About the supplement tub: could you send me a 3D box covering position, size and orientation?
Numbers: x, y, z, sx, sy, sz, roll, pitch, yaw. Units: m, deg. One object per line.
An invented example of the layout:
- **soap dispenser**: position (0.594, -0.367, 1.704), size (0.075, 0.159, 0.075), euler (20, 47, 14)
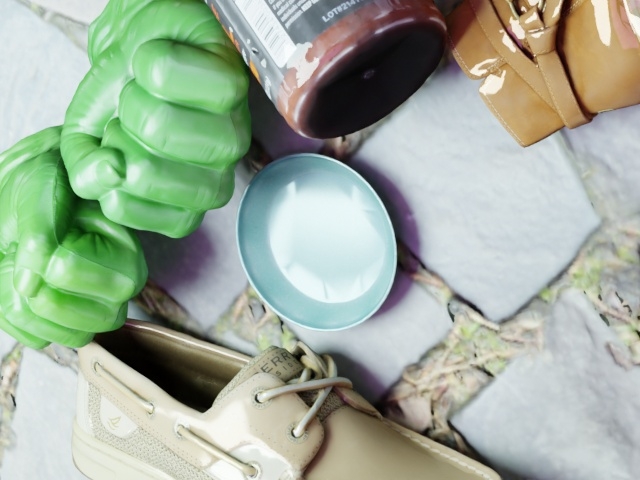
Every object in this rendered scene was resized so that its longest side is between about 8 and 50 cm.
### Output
- **supplement tub**: position (-0.020, -0.161, 0.663), size (0.106, 0.106, 0.198), euler (-46, 66, 32)

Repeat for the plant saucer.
- **plant saucer**: position (0.000, 0.000, 0.757), size (0.119, 0.021, 0.119), euler (9, 109, 27)

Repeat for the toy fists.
- **toy fists**: position (-0.140, -0.039, 0.752), size (0.279, 0.096, 0.142), euler (-45, 53, 31)

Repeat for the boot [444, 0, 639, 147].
- **boot**: position (0.121, -0.158, 0.616), size (0.152, 0.073, 0.197), euler (-32, 77, 43)

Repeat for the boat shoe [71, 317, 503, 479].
- **boat shoe**: position (-0.031, 0.127, 0.753), size (0.341, 0.121, 0.110), euler (10, 110, 29)
